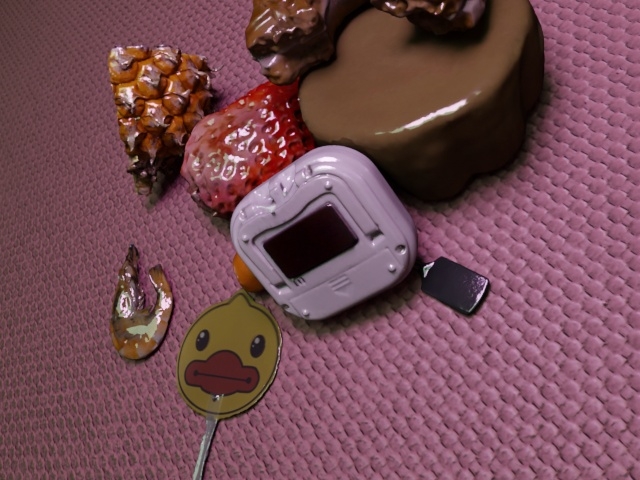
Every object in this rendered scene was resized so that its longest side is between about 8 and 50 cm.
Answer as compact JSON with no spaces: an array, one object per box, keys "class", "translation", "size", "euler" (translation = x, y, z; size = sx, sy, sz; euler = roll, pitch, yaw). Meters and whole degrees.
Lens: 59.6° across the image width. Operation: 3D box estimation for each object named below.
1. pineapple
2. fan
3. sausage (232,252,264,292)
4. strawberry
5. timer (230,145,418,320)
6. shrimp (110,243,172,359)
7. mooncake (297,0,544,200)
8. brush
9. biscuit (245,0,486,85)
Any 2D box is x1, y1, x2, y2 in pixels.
[{"class":"pineapple","translation":[-0.301,-0.241,1.194],"size":[0.208,0.344,0.286],"euler":[-3,97,-2]},{"class":"fan","translation":[-0.175,0.243,0.976],"size":[0.229,0.011,0.335],"euler":[-1,66,31]},{"class":"sausage","translation":[-0.052,0.007,0.965],"size":[0.238,0.098,0.098],"euler":[-31,55,17]},{"class":"strawberry","translation":[-0.130,-0.200,1.073],"size":[0.336,0.149,0.265],"euler":[-50,51,0]},{"class":"timer","translation":[0.000,0.000,0.845],"size":[0.262,0.237,0.087],"euler":[-30,17,26]},{"class":"shrimp","translation":[-0.359,0.110,1.120],"size":[0.145,0.059,0.254],"euler":[-12,62,23]},{"class":"mooncake","translation":[0.163,-0.253,0.899],"size":[0.378,0.201,0.379],"euler":[-14,57,23]},{"class":"brush","translation":[0.166,0.047,0.859],"size":[0.193,0.016,0.063],"euler":[30,85,37]},{"class":"biscuit","translation":[0.061,-0.380,0.834],"size":[0.366,0.115,0.268],"euler":[-2,61,28]}]
